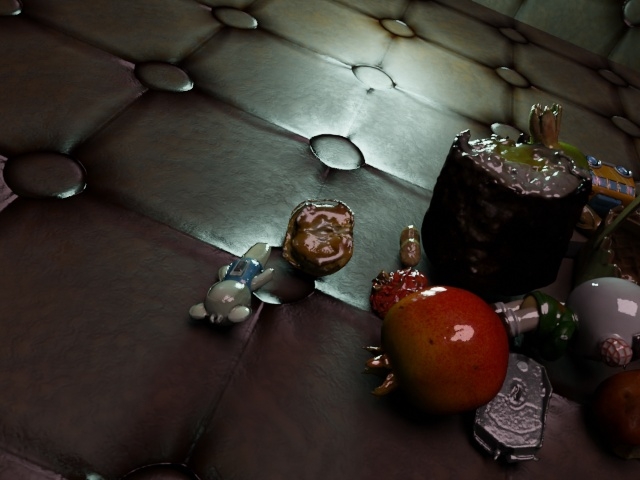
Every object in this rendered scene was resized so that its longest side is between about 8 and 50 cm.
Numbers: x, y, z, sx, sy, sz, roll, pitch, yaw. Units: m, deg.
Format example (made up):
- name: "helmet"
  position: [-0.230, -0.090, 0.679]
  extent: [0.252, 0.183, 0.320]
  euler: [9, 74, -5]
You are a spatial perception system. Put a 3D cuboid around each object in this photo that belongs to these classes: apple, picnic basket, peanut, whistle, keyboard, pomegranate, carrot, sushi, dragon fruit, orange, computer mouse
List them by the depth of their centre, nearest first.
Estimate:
- name: "pomegranate"
  position: [0.191, 0.192, 0.968]
  extent: [0.256, 0.221, 0.221]
  euler: [-24, 54, -7]
- name: "computer mouse"
  position: [0.340, 0.299, 1.022]
  extent: [0.126, 0.071, 0.231]
  euler: [16, 48, 12]
- name: "whistle"
  position: [-0.145, 0.078, 1.036]
  extent: [0.113, 0.077, 0.236]
  euler: [1, 31, 17]
- name: "apple"
  position: [0.587, 0.310, 1.051]
  extent: [0.155, 0.158, 0.147]
  euler: [-14, 52, -31]
- name: "dragon fruit"
  position: [0.158, 0.101, 1.141]
  extent: [0.106, 0.083, 0.162]
  euler: [17, 44, -3]
- name: "orange"
  position: [0.000, 0.000, 1.150]
  extent: [0.169, 0.112, 0.160]
  euler: [-36, 69, -8]
- name: "sushi"
  position: [0.390, -0.056, 1.212]
  extent: [0.299, 0.294, 0.281]
  euler: [27, 34, 23]
- name: "peanut"
  position: [0.201, 0.012, 1.271]
  extent: [0.053, 0.054, 0.113]
  euler: [15, 45, -9]
- name: "picnic basket"
  position: [0.745, 0.049, 1.283]
  extent: [0.254, 0.321, 0.291]
  euler: [29, 44, 2]
- name: "pomegranate"
  position: [0.586, -0.202, 1.491]
  extent: [0.235, 0.302, 0.236]
  euler: [-3, 26, 2]
- name: "keyboard"
  position: [0.661, 0.023, 1.498]
  extent: [0.197, 0.010, 0.064]
  euler: [5, 43, -20]
- name: "carrot"
  position: [0.755, -0.037, 1.565]
  extent: [0.070, 0.070, 0.342]
  euler: [-21, 59, -39]

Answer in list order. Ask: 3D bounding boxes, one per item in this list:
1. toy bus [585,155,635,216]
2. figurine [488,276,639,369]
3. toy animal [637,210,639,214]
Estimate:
- name: "toy bus"
  position: [0.808, -0.149, 1.663]
  extent: [0.209, 0.126, 0.136]
  euler: [15, 50, -9]
- name: "figurine"
  position: [0.509, 0.161, 1.140]
  extent: [0.369, 0.168, 0.281]
  euler: [-3, 11, -1]
- name: "toy animal"
  position: [0.986, -0.054, 1.683]
  extent: [0.219, 0.069, 0.086]
  euler: [8, 34, -20]
